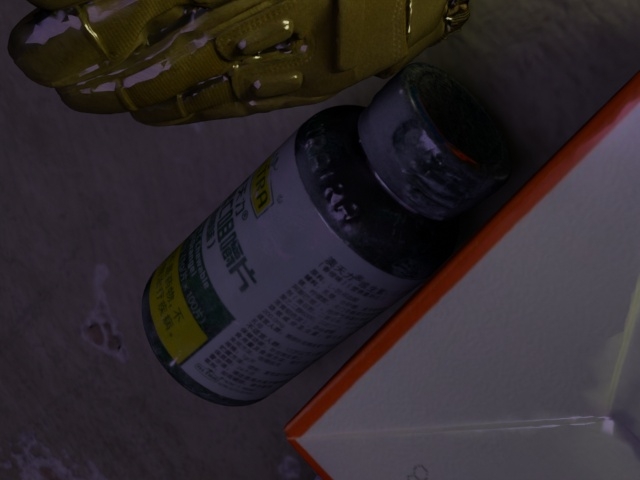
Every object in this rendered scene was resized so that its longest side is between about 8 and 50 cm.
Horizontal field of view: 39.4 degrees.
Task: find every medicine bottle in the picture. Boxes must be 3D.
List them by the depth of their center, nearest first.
[{"bbox_3d":[0.000,0.000,0.657,0.293,0.141,0.141,-40,83,33],"label":"medicine bottle"}]

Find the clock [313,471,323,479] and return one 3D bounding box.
[{"bbox_3d":[0.057,0.217,0.688,0.189,0.189,0.254,35,114,17],"label":"clock"}]

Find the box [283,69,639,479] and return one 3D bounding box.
[{"bbox_3d":[0.235,0.092,0.478,0.348,0.257,0.318,45,124,10],"label":"box"}]

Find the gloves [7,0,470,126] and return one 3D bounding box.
[{"bbox_3d":[-0.021,-0.154,0.511,0.141,0.331,0.154,2,106,38],"label":"gloves"}]
